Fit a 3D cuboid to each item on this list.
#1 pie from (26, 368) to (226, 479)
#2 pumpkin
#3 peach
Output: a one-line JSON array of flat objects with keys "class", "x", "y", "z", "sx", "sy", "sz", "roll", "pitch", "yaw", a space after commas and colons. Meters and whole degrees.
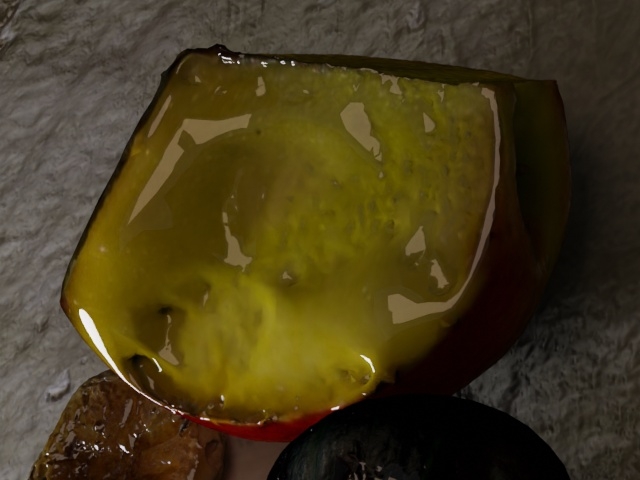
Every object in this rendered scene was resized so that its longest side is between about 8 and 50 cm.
[{"class": "pie", "x": -0.160, "y": 0.194, "z": 1.635, "sx": 0.195, "sy": 0.046, "sz": 0.195, "roll": -15, "pitch": 60, "yaw": 26}, {"class": "pumpkin", "x": 0.068, "y": 0.211, "z": 1.354, "sx": 0.233, "sy": 0.233, "sz": 0.163, "roll": -17, "pitch": 25, "yaw": 27}, {"class": "peach", "x": 0.000, "y": 0.000, "z": 1.506, "sx": 0.380, "sy": 0.242, "sz": 0.306, "roll": 4, "pitch": 88, "yaw": 25}]
